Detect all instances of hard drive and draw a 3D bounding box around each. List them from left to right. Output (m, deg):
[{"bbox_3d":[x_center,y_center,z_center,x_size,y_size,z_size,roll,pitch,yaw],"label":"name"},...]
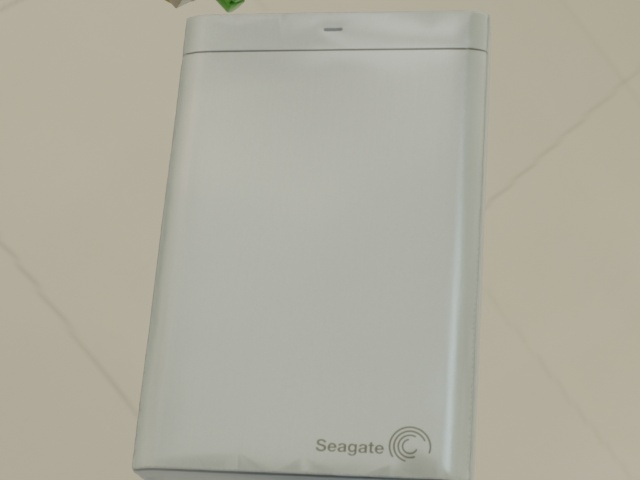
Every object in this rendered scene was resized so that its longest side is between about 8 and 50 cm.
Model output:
[{"bbox_3d":[0.000,0.000,1.100,0.233,0.047,0.353,1,69,10],"label":"hard drive"}]

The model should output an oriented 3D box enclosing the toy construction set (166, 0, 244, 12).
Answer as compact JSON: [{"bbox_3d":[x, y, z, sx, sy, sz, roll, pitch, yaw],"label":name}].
[{"bbox_3d":[-0.133,-0.350,1.483,0.237,0.257,0.309,56,14,2],"label":"toy construction set"}]
